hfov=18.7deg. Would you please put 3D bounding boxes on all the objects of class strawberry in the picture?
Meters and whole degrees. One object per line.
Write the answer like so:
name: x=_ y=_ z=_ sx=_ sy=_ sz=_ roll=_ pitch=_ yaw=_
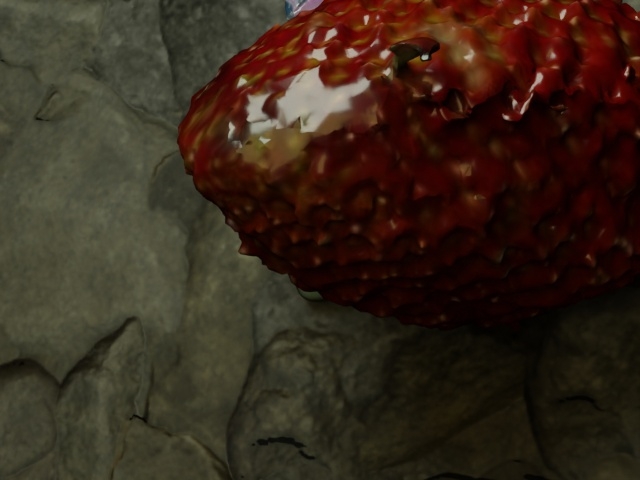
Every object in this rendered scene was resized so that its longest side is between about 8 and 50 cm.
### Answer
strawberry: x=0.086 y=-0.071 z=1.297 sx=0.292 sy=0.343 sz=0.292 roll=1 pitch=92 yaw=33

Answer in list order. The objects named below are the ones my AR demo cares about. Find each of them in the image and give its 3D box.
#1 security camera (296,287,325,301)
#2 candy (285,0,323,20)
security camera: x=0.000 y=0.000 z=1.477 sx=0.058 sy=0.058 sz=0.092 roll=-18 pitch=78 yaw=18
candy: x=0.053 y=-0.218 z=1.496 sx=0.160 sy=0.073 sz=0.092 roll=-14 pitch=70 yaw=19
